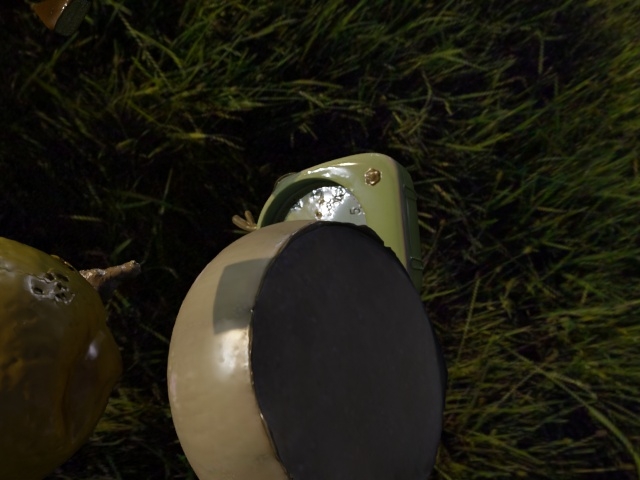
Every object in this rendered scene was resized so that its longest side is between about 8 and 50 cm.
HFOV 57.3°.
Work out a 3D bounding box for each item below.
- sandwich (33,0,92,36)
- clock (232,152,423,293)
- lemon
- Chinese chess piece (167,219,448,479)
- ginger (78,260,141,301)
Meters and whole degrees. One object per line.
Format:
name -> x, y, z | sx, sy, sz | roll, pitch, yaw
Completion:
sandwich -> -0.322, -0.278, 0.730 | 0.031, 0.083, 0.044 | 7, 86, -58
clock -> 0.000, 0.000, 0.922 | 0.096, 0.308, 0.234 | 11, 73, -63
lemon -> -0.369, 0.127, 0.603 | 0.297, 0.297, 0.297 | 16, 60, -31
Chinese chess piece -> 0.000, 0.142, 0.643 | 0.338, 0.141, 0.338 | 20, 61, -43
ginger -> -0.547, 0.111, 1.527 | 0.165, 0.067, 0.096 | -12, 112, -23
